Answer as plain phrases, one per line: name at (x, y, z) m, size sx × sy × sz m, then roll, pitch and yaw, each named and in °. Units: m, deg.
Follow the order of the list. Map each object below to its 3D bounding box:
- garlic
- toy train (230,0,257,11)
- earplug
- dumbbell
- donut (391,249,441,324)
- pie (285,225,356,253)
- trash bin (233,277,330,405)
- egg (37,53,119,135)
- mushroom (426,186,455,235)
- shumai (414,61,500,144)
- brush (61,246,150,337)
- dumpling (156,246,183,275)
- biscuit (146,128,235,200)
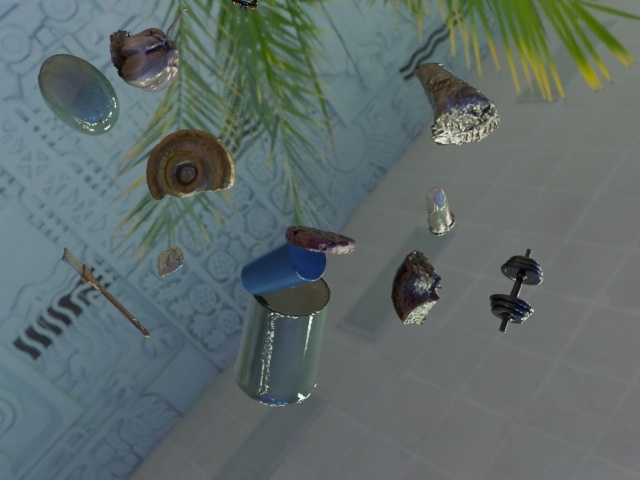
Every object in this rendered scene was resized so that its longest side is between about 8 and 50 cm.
garlic at (-0.481, -0.550, 1.793) m, size 0.207 × 0.207 × 0.257 m, roll 43°, pitch -65°, yaw 60°
toy train at (-0.231, -0.834, 2.053) m, size 0.127 × 0.089 × 0.220 m, roll -153°, pitch -108°, yaw -73°
earplug at (-0.123, 0.079, 1.787) m, size 0.272 × 0.132 × 0.132 m, roll -23°, pitch -148°, yaw 43°
dumbbell at (0.447, 0.113, 1.471) m, size 0.099 × 0.099 × 0.209 m, roll 3°, pitch -118°, yaw 49°
donut at (0.260, 0.144, 1.843) m, size 0.144 × 0.126 × 0.187 m, roll 41°, pitch -62°, yaw 24°
pie at (0.000, 0.000, 1.334) m, size 0.153 × 0.153 × 0.038 m, roll 25°, pitch -77°, yaw 57°
trash bin at (-0.123, 0.316, 2.045) m, size 0.280 × 0.432 × 0.280 m, roll 8°, pitch -145°, yaw -5°
egg at (-0.639, -0.386, 1.705) m, size 0.169 × 0.236 × 0.169 m, roll -43°, pitch -175°, yaw 5°
mushroom at (0.329, -0.081, 1.781) m, size 0.084 × 0.209 × 0.071 m, roll -28°, pitch -115°, yaw 3°
shumai at (0.434, -0.466, 2.058) m, size 0.216 × 0.346 × 0.283 m, roll -18°, pitch -112°, yaw 22°
brush at (-0.534, 0.140, 1.623) m, size 0.017 × 0.314 × 0.090 m, roll -38°, pitch -155°, yaw -2°
dumpling at (-0.354, 0.047, 1.516) m, size 0.057 × 0.052 × 0.076 m, roll -26°, pitch -172°, yaw 27°
biscuit at (-0.408, -0.235, 1.974) m, size 0.274 × 0.213 × 0.091 m, roll -14°, pitch -179°, yaw 7°
